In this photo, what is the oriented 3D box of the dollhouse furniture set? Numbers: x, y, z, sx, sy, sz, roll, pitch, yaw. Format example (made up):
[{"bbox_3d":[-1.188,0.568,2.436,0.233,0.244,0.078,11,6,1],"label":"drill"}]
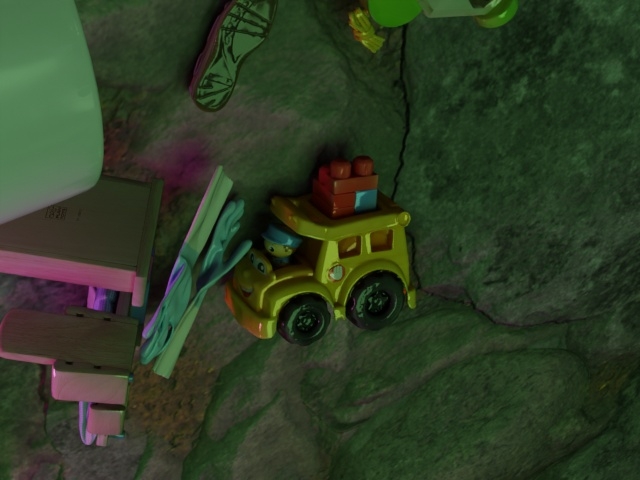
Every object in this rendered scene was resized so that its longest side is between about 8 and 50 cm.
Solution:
[{"bbox_3d":[-0.290,0.104,1.353,0.198,0.286,0.303,9,137,-6],"label":"dollhouse furniture set"}]

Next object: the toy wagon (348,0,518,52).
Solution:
[{"bbox_3d":[0.157,-0.347,1.403,0.344,0.068,0.267,-40,138,3],"label":"toy wagon"}]

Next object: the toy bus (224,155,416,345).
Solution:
[{"bbox_3d":[0.000,0.000,1.559,0.220,0.149,0.211,-12,119,-23],"label":"toy bus"}]

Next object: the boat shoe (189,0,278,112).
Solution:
[{"bbox_3d":[-0.096,-0.211,1.372,0.056,0.048,0.153,16,110,-29],"label":"boat shoe"}]

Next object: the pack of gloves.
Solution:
[{"bbox_3d":[-0.129,0.047,1.456,0.195,0.046,0.232,75,38,-79],"label":"pack of gloves"}]

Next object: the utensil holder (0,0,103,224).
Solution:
[{"bbox_3d":[-0.409,-0.122,1.024,0.386,0.327,0.327,-21,136,-23],"label":"utensil holder"}]
